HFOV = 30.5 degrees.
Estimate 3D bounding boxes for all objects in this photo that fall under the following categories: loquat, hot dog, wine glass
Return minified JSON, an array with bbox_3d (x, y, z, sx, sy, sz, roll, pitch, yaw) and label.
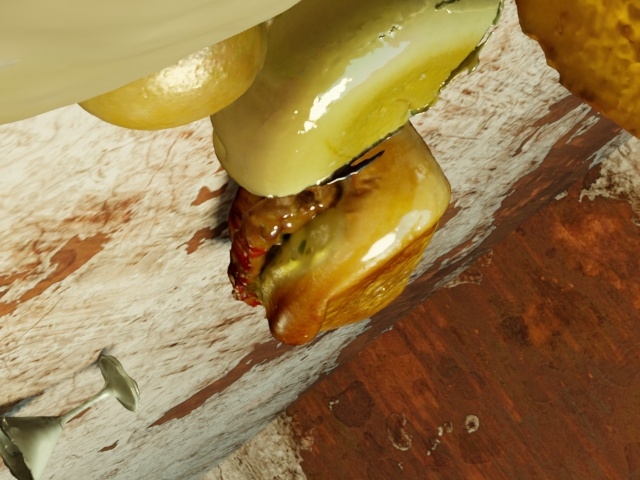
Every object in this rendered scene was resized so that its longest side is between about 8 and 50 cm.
[{"bbox_3d":[-0.101,-0.139,0.730,0.163,0.137,0.163,-21,151,-13],"label":"loquat"},{"bbox_3d":[-0.001,-0.002,1.362,0.223,0.185,0.405,-33,167,-15],"label":"hot dog"},{"bbox_3d":[-0.331,0.234,1.536,0.183,0.122,0.122,-30,166,-28],"label":"wine glass"}]

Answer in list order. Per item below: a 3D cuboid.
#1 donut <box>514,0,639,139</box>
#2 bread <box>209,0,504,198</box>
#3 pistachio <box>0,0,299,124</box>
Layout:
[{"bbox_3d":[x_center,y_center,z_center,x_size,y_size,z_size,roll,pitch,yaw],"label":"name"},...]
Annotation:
[{"bbox_3d":[0.347,-0.260,0.960,0.435,0.377,0.163,-21,148,-33],"label":"donut"},{"bbox_3d":[0.013,-0.163,0.940,0.261,0.158,0.156,-33,157,-6],"label":"bread"},{"bbox_3d":[-0.094,-0.175,0.301,0.365,0.281,0.445,-2,154,-34],"label":"pistachio"}]
